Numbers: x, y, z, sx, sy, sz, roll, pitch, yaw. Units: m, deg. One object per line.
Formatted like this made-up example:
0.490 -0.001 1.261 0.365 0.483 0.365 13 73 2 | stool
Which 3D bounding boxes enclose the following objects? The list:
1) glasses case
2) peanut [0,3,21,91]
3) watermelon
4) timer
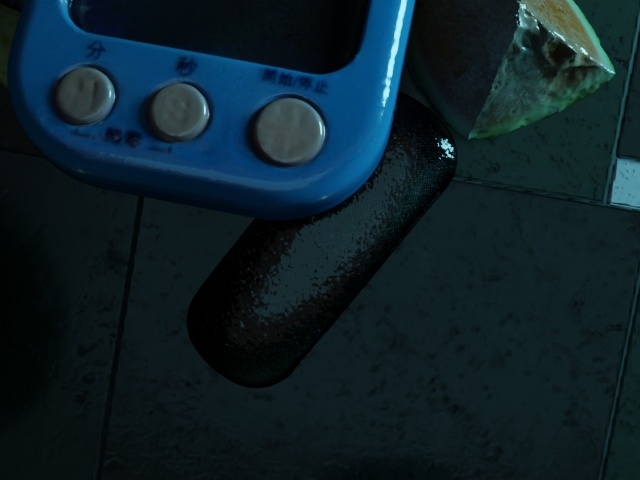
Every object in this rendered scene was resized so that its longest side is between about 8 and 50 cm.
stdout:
0.000 0.000 1.083 0.122 0.082 0.321 40 95 1 | glasses case
-0.315 -0.194 1.091 0.187 0.082 0.082 32 96 2 | peanut
0.143 -0.197 1.057 0.146 0.128 0.231 -44 70 32 | watermelon
-0.091 -0.181 1.018 0.340 0.115 0.309 11 77 4 | timer
